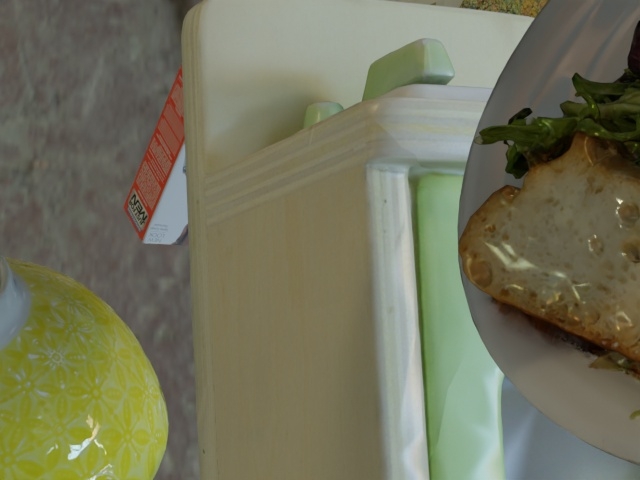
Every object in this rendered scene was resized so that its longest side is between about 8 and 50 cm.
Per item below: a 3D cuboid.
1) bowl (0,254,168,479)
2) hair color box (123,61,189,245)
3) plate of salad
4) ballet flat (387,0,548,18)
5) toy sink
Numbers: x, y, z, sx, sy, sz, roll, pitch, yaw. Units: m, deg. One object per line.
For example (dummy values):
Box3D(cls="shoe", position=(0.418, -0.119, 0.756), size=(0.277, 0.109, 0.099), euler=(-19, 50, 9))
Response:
Box3D(cls="bowl", position=(-0.262, 0.094, 1.315), size=(0.289, 0.289, 0.156), euler=(-9, 127, -1))
Box3D(cls="hair color box", position=(-0.090, -0.074, 1.544), size=(0.093, 0.053, 0.167), euler=(3, 129, -32))
Box3D(cls="plate of salad", position=(0.109, -0.042, 0.375), size=(0.200, 0.200, 0.048), euler=(-35, 126, 11))
Box3D(cls="ballet flat", position=(0.060, -0.067, 0.894), size=(0.123, 0.123, 0.348), euler=(20, 139, -14))
Box3D(cls="toy sink", position=(0.054, 0.024, 0.576), size=(0.152, 0.131, 0.234), euler=(2, 79, -27))
